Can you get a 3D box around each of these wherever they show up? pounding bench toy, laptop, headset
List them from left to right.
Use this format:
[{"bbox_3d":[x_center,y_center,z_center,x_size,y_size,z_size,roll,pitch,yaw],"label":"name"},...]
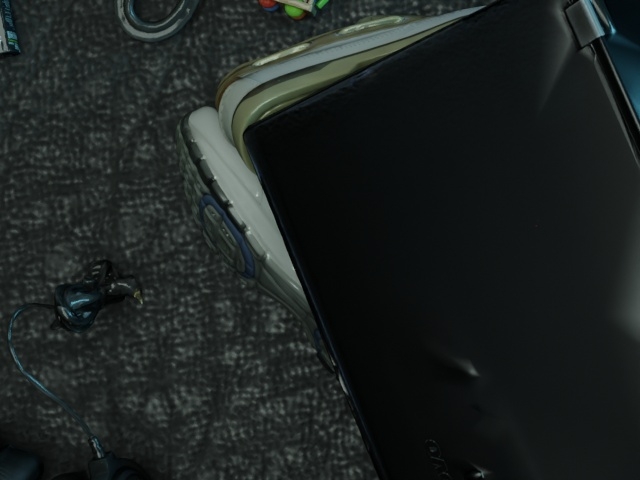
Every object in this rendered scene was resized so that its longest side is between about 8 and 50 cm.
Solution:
[{"bbox_3d":[-0.221,0.218,1.393,0.243,0.185,0.394,12,108,7],"label":"headset"},{"bbox_3d":[-0.008,-0.211,1.384,0.083,0.052,0.065,17,93,3],"label":"pounding bench toy"},{"bbox_3d":[0.227,0.007,1.256,0.408,0.236,0.382,-17,81,-34],"label":"laptop"}]

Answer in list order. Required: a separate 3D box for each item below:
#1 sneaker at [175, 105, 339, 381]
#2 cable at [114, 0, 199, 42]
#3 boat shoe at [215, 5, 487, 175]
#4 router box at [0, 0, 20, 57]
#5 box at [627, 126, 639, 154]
[{"bbox_3d":[0.000,0.000,1.379,0.129,0.111,0.297,-42,87,-18],"label":"sneaker"},{"bbox_3d":[-0.085,-0.299,1.401,0.139,0.072,0.287,11,105,-13],"label":"cable"},{"bbox_3d":[0.063,-0.135,1.347,0.302,0.103,0.113,-12,124,-17],"label":"boat shoe"},{"bbox_3d":[-0.319,-0.189,1.414,0.122,0.038,0.092,-11,92,4],"label":"router box"},{"bbox_3d":[0.325,0.012,1.345,0.184,0.103,0.261,-40,89,7],"label":"box"}]
